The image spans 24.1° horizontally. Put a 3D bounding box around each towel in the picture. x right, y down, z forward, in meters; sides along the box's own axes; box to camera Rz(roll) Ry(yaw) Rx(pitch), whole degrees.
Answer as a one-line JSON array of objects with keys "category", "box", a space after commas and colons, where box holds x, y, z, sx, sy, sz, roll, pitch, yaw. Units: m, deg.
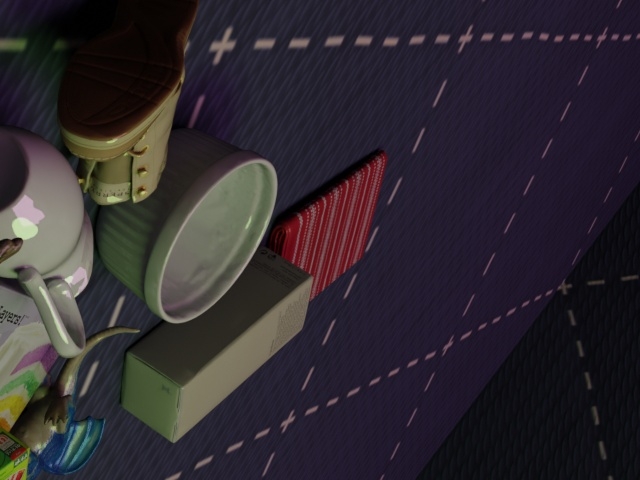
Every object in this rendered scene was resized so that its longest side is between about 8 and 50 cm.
[{"category": "towel", "box": [0.000, 0.000, 2.133, 0.275, 0.031, 0.199, -38, 150, -48]}]

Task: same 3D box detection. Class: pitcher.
[{"category": "pitcher", "box": [-0.259, 0.002, 1.333, 0.125, 0.178, 0.207, -20, 158, 0]}]

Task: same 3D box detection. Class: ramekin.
[{"category": "ramekin", "box": [-0.151, -0.024, 1.632, 0.207, 0.109, 0.207, -48, 158, -27]}]

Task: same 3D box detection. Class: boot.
[{"category": "boot", "box": [-0.186, -0.103, 1.382, 0.262, 0.095, 0.203, -78, -175, -51]}]

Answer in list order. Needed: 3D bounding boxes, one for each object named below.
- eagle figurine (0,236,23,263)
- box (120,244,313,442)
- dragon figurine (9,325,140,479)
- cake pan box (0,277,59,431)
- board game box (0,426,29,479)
[{"category": "eagle figurine", "box": [-0.367, -0.015, 1.099, 0.298, 0.225, 0.226, 35, 42, -41]}, {"category": "box", "box": [-0.130, 0.128, 1.920, 0.275, 0.094, 0.113, -39, 152, -42]}, {"category": "dragon figurine", "box": [-0.298, 0.207, 1.655, 0.289, 0.085, 0.144, -55, 160, -7]}, {"category": "cake pan box", "box": [-0.365, 0.138, 1.427, 0.246, 0.070, 0.267, -59, 160, -5]}, {"category": "board game box", "box": [-0.364, 0.269, 1.460, 0.181, 0.043, 0.092, -38, 152, -44]}]
